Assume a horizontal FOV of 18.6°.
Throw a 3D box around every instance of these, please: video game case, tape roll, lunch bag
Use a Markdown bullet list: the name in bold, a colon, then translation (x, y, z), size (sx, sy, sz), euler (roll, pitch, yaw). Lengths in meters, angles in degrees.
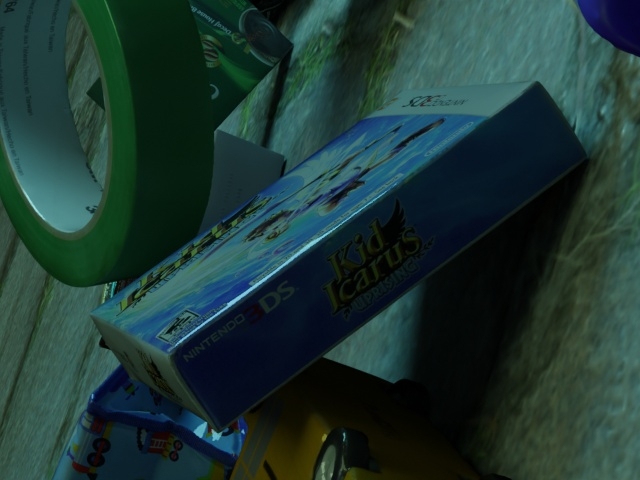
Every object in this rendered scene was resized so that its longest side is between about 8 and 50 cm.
- **video game case**: translation (0.000, 0.000, 1.202), size (0.269, 0.061, 0.244), euler (-36, 11, -12)
- **tape roll**: translation (-0.202, -0.122, 1.676), size (0.321, 0.077, 0.321), euler (26, 122, 52)
- **lunch bag**: translation (-0.134, 0.166, 1.605), size (0.293, 0.138, 0.221), euler (-77, 10, -63)

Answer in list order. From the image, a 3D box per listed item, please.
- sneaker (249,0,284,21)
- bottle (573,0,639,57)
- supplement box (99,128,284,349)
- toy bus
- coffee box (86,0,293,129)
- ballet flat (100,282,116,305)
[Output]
- **sneaker**: translation (-0.060, -0.275, 1.871), size (0.299, 0.121, 0.112), euler (-60, 37, 44)
- **bottle**: translation (0.170, -0.199, 1.085), size (0.283, 0.092, 0.118), euler (-102, 35, -61)
- **supplement box**: translation (-0.121, 0.012, 1.788), size (0.239, 0.073, 0.130), euler (-41, 32, 56)
- **toy bus**: translation (0.021, 0.160, 1.109), size (0.332, 0.108, 0.130), euler (-136, 66, -72)
- **coffee box**: translation (-0.118, -0.159, 1.807), size (0.184, 0.113, 0.040), euler (-48, 6, -34)
- **ballet flat**: translation (-0.185, 0.002, 2.008), size (0.073, 0.080, 0.232), euler (110, 174, -62)
